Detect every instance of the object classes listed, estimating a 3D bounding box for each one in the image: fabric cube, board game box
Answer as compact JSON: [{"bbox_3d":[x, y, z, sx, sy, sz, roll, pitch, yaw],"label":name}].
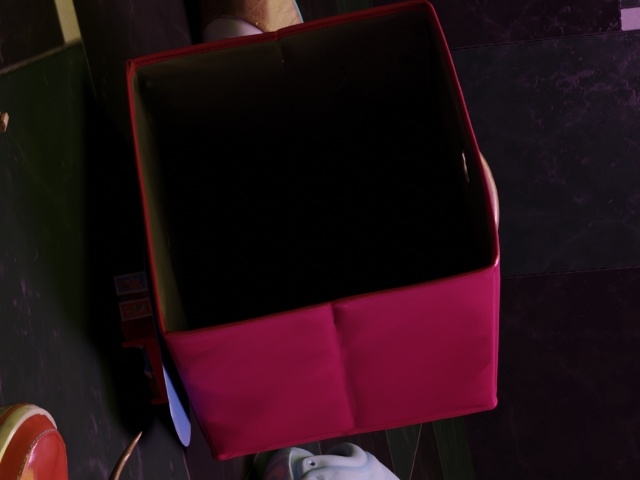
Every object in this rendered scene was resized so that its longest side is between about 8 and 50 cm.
[{"bbox_3d":[0.000,0.000,1.309,0.258,0.259,0.254,78,1,-60],"label":"fabric cube"},{"bbox_3d":[-0.134,0.080,1.256,0.133,0.033,0.168,-4,84,-89],"label":"board game box"}]

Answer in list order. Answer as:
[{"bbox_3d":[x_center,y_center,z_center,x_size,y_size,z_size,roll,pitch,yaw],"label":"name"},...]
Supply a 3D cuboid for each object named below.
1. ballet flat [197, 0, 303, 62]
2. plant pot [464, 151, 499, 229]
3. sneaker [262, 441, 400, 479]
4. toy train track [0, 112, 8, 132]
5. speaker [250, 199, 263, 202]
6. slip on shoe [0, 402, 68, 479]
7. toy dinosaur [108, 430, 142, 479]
[{"bbox_3d":[-0.068,-0.159,1.717,0.342,0.116,0.124,75,30,-46],"label":"ballet flat"},{"bbox_3d":[0.072,-0.040,2.012,0.229,0.263,0.263,-145,-137,-81],"label":"plant pot"},{"bbox_3d":[-0.019,0.280,1.538,0.150,0.135,0.366,44,14,12],"label":"sneaker"},{"bbox_3d":[-0.216,-0.107,1.038,0.048,0.014,0.083,-87,164,-52],"label":"toy train track"},{"bbox_3d":[-0.042,-0.047,1.622,0.296,0.131,0.131,55,26,-67],"label":"speaker"},{"bbox_3d":[-0.134,0.252,0.892,0.123,0.101,0.331,26,53,-75],"label":"slip on shoe"},{"bbox_3d":[-0.140,0.238,1.038,0.112,0.064,0.211,-170,-101,-82],"label":"toy dinosaur"}]
